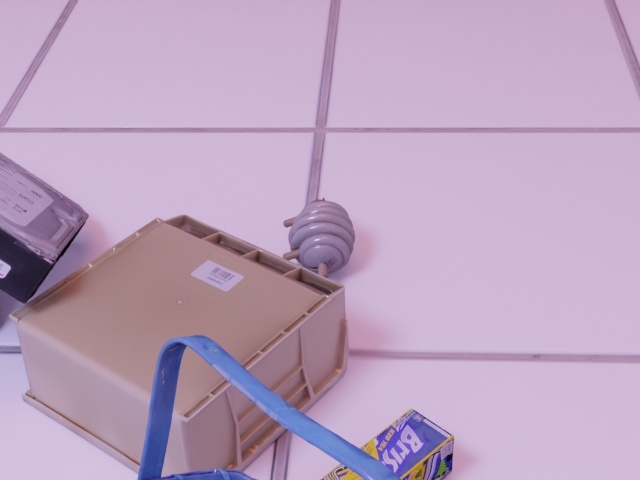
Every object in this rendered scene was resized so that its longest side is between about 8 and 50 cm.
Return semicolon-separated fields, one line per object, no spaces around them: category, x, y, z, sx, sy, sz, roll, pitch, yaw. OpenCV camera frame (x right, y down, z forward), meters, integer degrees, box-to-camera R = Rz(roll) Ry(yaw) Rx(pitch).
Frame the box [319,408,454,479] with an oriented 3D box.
box;0.053;0.234;1.030;0.169;0.054;0.059;-31;45;-34

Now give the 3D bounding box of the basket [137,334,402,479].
basket;-0.060;0.246;0.810;0.201;0.289;0.255;1;21;-46

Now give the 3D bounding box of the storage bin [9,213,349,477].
storage bin;-0.145;0.109;1.157;0.262;0.123;0.260;23;43;32

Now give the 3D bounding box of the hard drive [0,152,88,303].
hard drive;-0.392;-0.051;1.233;0.237;0.064;0.339;35;4;-10

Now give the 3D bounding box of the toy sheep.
toy sheep;0.000;0.000;1.332;0.091;0.091;0.132;-3;50;-1
